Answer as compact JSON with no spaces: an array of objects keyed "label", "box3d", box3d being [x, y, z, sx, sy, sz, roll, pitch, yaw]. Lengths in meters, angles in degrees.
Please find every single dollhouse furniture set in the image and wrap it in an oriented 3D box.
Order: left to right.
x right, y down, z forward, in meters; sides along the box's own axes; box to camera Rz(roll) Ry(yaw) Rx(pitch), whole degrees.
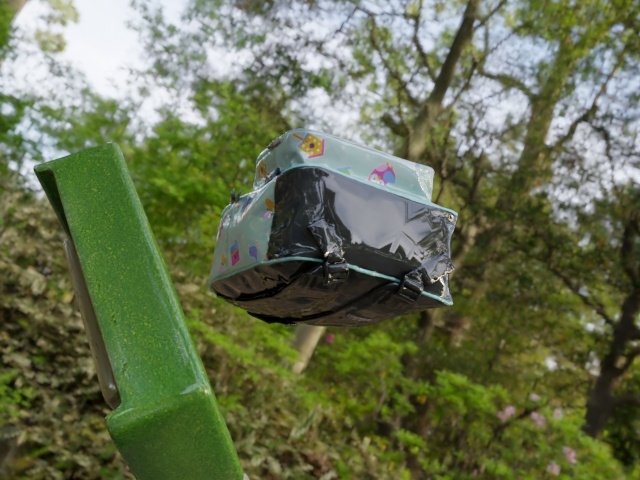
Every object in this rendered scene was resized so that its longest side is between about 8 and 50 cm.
[{"label":"dollhouse furniture set","box3d":[-0.143,0.132,0.472,0.302,0.197,0.151,81,-16,-50]}]

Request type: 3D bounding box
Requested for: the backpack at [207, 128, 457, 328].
[{"label":"backpack","box3d":[0.000,0.000,0.721,0.165,0.145,0.188,12,-24,-27]}]
